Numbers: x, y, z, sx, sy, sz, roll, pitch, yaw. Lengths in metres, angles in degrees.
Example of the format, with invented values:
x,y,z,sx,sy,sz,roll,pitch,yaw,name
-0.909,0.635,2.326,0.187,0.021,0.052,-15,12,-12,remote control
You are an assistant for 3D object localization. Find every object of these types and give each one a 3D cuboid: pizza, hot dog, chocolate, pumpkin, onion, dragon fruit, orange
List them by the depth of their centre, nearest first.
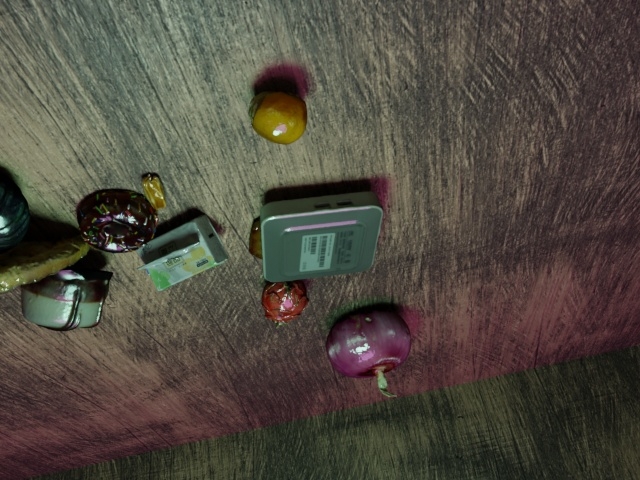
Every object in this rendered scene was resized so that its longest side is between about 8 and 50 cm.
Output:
x,y,z,sx,sy,sz,roll,pitch,yaw,name
-0.101,-0.308,1.554,0.134,0.156,0.156,-48,136,12,orange
-0.879,-0.047,1.609,0.248,0.248,0.248,-8,146,-5,pumpkin
-0.832,0.052,1.769,0.392,0.435,0.080,-13,110,-31,pizza
-0.469,-0.138,1.785,0.056,0.041,0.133,-15,141,-9,hot dog
-0.775,0.182,1.937,0.284,0.186,0.283,-1,174,0,chocolate
-0.126,0.206,2.265,0.172,0.172,0.209,4,134,-21,dragon fruit
0.193,0.451,2.597,0.358,0.344,0.358,9,165,3,onion

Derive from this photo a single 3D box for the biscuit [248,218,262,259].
x,y,z,sx,sy,sz,roll,pitch,yaw,name
-0.063,-0.015,2.070,0.359,0.046,0.359,-8,145,-6,biscuit

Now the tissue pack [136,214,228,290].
x,y,z,sx,sy,sz,roll,pitch,yaw,name
-0.427,0.045,1.914,0.229,0.159,0.145,-24,-174,20,tissue pack

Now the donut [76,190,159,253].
x,y,z,sx,sy,sz,roll,pitch,yaw,name
-0.584,-0.045,1.838,0.235,0.089,0.235,-8,144,-6,donut

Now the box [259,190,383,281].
x,y,z,sx,sy,sz,roll,pitch,yaw,name
0.000,0.000,1.993,0.373,0.090,0.367,-6,147,-7,box

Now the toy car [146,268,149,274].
x,y,z,sx,sy,sz,roll,pitch,yaw,name
-0.483,0.085,2.068,0.171,0.070,0.080,-1,144,-14,toy car
